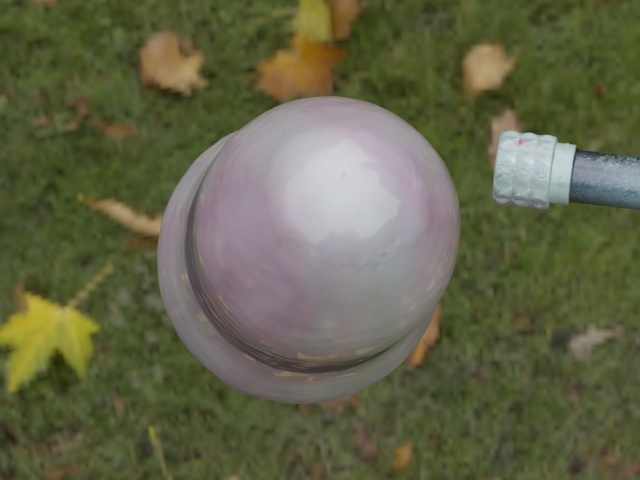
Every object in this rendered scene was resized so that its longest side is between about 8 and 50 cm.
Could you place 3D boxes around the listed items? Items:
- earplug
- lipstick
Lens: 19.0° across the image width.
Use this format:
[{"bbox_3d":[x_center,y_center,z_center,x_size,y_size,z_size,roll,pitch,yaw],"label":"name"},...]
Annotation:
[{"bbox_3d":[0.000,0.000,0.993,0.172,0.301,0.172,0,86,-5],"label":"earplug"},{"bbox_3d":[0.140,-0.029,0.902,0.116,0.037,0.037,6,46,11],"label":"lipstick"}]
